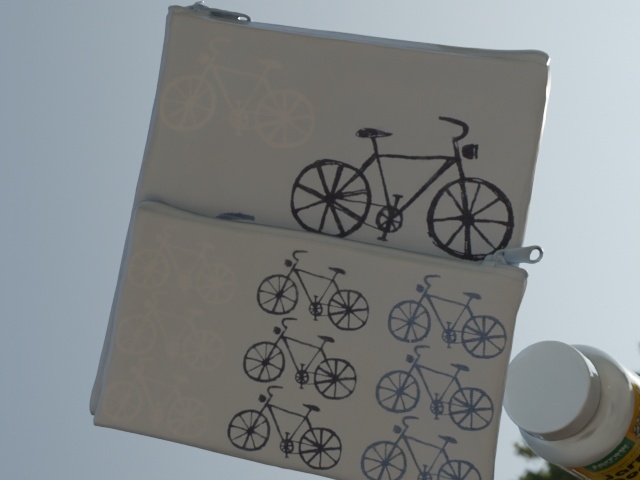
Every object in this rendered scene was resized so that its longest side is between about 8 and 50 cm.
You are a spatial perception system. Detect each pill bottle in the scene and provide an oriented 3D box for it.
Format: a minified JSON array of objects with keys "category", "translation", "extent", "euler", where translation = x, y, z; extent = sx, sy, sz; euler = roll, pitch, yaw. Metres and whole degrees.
[{"category":"pill bottle","translation":[0.258,0.167,1.141],"extent":[0.208,0.117,0.118],"euler":[34,-92,-48]}]

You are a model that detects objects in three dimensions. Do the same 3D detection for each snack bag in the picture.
[{"category":"snack bag","translation":[0.000,0.000,0.890],"extent":[0.323,0.037,0.343],"euler":[10,-93,17]}]
